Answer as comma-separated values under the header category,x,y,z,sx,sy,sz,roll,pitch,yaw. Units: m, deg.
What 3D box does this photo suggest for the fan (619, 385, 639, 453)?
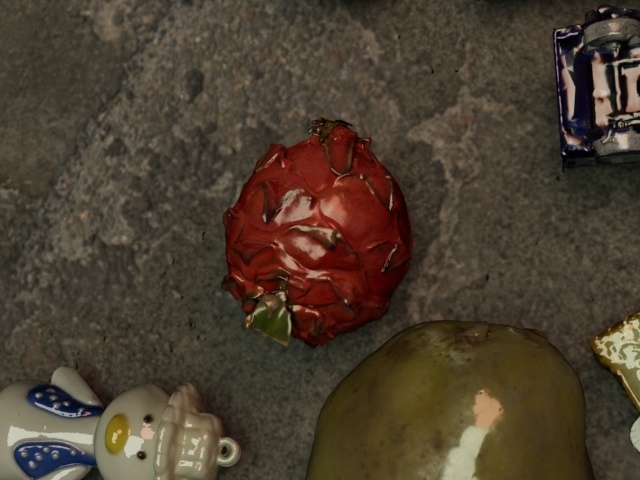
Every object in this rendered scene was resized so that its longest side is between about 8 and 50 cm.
category,x,y,z,sx,sy,sz,roll,pitch,yaw
fan,0.296,0.160,0.992,0.056,0.004,0.083,-41,76,6

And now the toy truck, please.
category,x,y,z,sx,sy,sz,roll,pitch,yaw
toy truck,0.335,-0.126,0.940,0.268,0.155,0.124,-3,83,11

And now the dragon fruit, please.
category,x,y,z,sx,sy,sz,roll,pitch,yaw
dragon fruit,0.000,0.000,1.001,0.172,0.172,0.209,20,80,15

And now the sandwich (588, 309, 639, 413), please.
category,x,y,z,sx,sy,sz,roll,pitch,yaw
sandwich,0.390,0.099,0.932,0.251,0.087,0.226,-39,76,7

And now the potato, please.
category,x,y,z,sx,sy,sz,roll,pitch,yaw
potato,0.108,0.229,0.920,0.243,0.221,0.326,-8,94,22

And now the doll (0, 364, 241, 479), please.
category,x,y,z,sx,sy,sz,roll,pitch,yaw
doll,-0.217,0.190,1.058,0.293,0.119,0.138,4,62,14
